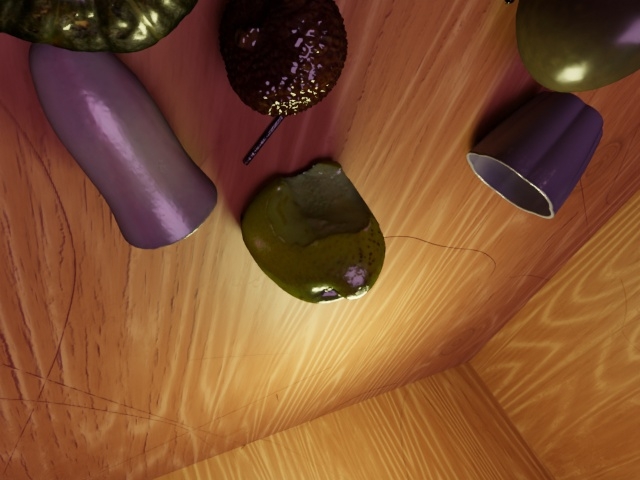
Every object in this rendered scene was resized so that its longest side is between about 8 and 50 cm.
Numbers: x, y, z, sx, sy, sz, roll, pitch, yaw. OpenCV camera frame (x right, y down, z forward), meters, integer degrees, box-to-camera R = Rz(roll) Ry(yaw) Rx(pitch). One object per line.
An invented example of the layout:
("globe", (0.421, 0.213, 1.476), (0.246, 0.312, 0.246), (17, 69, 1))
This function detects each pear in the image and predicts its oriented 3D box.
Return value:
("pear", (0.000, 0.000, 0.863), (0.286, 0.282, 0.176), (-24, 152, -12))

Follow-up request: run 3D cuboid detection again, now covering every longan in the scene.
("longan", (0.509, -0.440, 0.731), (0.288, 0.288, 0.350), (9, 119, -43))

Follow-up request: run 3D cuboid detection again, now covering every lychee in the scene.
("lychee", (-0.051, -0.272, 0.590), (0.194, 0.195, 0.195), (-20, 143, -16))

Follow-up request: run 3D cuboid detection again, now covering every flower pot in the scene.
("flower pot", (0.548, -0.230, 1.051), (0.243, 0.265, 0.265), (-52, 142, 4))

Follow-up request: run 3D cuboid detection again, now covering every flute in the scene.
("flute", (-0.060, -0.240, 0.757), (0.269, 0.014, 0.014), (-47, 142, 20))

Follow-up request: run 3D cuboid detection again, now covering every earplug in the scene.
("earplug", (-0.288, -0.147, 0.591), (0.172, 0.172, 0.301), (-27, 138, -7))

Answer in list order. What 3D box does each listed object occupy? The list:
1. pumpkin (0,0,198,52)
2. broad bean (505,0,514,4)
("pumpkin", (-0.240, -0.329, 0.365), (0.320, 0.192, 0.321), (-20, 138, -19))
("broad bean", (0.304, -0.517, 0.674), (0.060, 0.043, 0.297), (-33, 147, 18))
